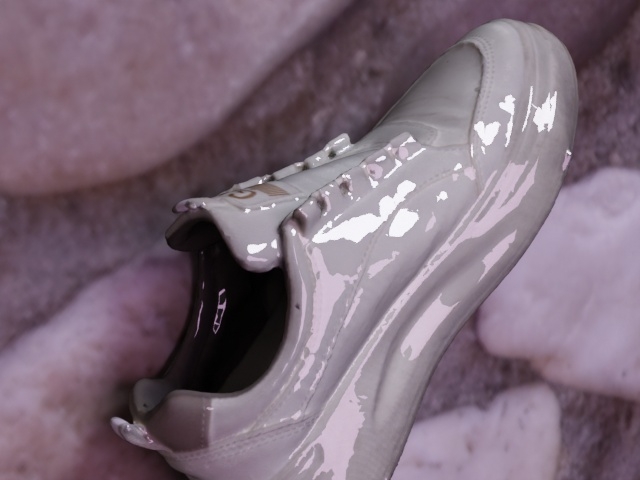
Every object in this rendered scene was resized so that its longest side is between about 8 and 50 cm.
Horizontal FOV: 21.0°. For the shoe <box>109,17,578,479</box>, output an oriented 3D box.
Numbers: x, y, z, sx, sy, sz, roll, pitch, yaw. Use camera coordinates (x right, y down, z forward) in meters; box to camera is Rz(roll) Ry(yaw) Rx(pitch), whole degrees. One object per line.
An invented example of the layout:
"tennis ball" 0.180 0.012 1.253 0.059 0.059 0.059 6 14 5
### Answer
"shoe" 0.000 0.000 0.858 0.159 0.124 0.316 33 75 -31
